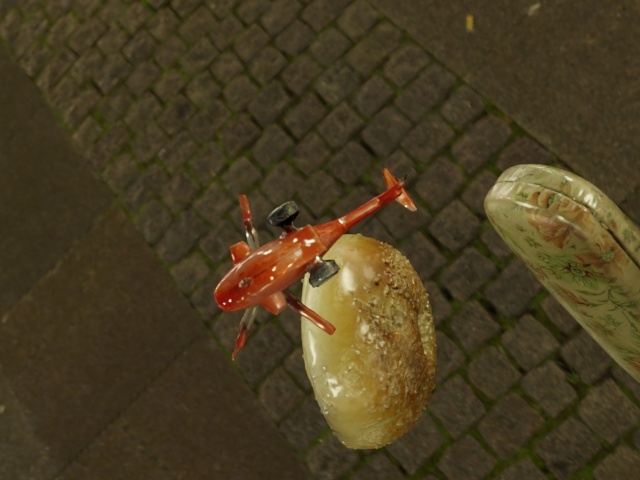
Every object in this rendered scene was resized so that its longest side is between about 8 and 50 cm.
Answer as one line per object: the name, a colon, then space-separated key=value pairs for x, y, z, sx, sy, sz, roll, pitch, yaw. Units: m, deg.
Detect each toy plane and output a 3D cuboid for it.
toy plane: x=0.004 y=0.007 z=0.784 sx=0.194 sy=0.077 sz=0.126 roll=-11 pitch=77 yaw=-22

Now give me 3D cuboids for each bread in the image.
bread: x=0.075 y=0.138 z=1.408 sx=0.159 sy=0.305 sz=0.305 roll=-9 pitch=62 yaw=14

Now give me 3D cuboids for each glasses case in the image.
glasses case: x=0.344 y=0.064 z=1.159 sx=0.098 sy=0.425 sz=0.156 roll=-55 pitch=30 yaw=-13
